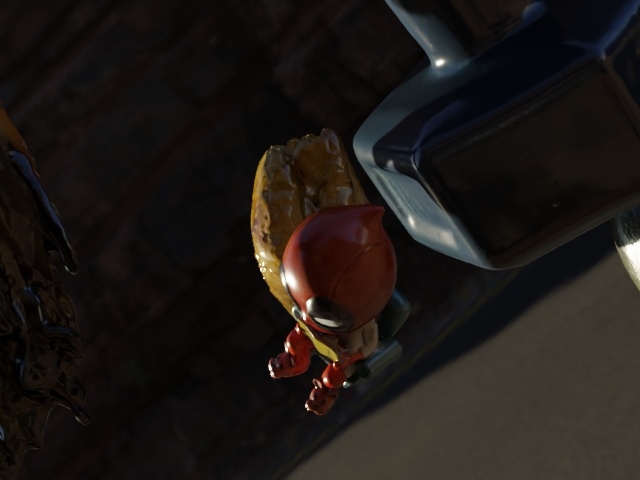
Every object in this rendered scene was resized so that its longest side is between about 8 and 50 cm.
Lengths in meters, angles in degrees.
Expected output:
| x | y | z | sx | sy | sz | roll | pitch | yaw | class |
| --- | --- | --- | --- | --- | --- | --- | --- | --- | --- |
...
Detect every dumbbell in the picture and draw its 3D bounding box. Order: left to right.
| x | y | z | sx | sy | sz | roll | pitch | yaw | class |
| --- | --- | --- | --- | --- | --- | --- | --- | --- | --- |
| 0.024 | -0.146 | 0.523 | 0.144 | 0.325 | 0.160 | -19 | 25 | 47 | dumbbell |

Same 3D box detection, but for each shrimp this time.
| x | y | z | sx | sy | sz | roll | pitch | yaw | class |
| --- | --- | --- | --- | --- | --- | --- | --- | --- | --- |
| -0.180 | -0.024 | 0.688 | 0.075 | 0.289 | 0.178 | -28 | -7 | 5 | shrimp |

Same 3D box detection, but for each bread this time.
| x | y | z | sx | sy | sz | roll | pitch | yaw | class |
| --- | --- | --- | --- | --- | --- | --- | --- | --- | --- |
| 0.000 | 0.000 | 0.985 | 0.083 | 0.114 | 0.211 | -6 | -18 | 6 | bread |

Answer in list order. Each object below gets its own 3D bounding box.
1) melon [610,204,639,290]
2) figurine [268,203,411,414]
| x | y | z | sx | sy | sz | roll | pitch | yaw | class |
| --- | --- | --- | --- | --- | --- | --- | --- | --- | --- |
| 0.264 | -0.004 | 0.928 | 0.114 | 0.167 | 0.114 | -24 | -23 | -11 | melon |
| 0.014 | 0.034 | 0.775 | 0.075 | 0.068 | 0.140 | -34 | -28 | -31 | figurine |
